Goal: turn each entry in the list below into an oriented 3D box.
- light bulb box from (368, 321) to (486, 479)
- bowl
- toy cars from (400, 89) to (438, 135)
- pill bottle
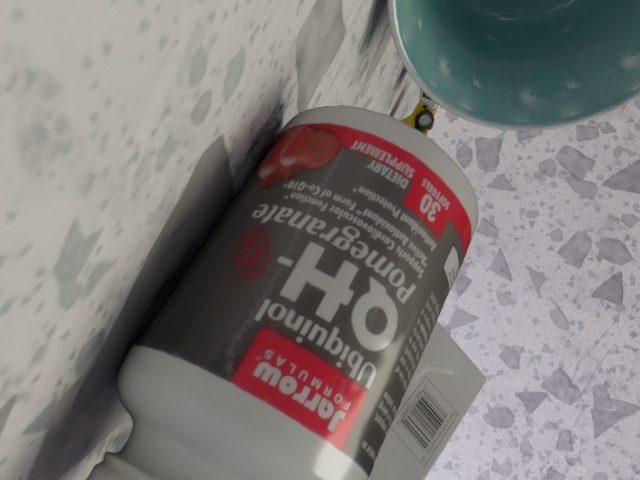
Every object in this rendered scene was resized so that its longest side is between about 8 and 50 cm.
[{"bbox_3d":[0.053,0.335,1.098,0.358,0.225,0.361,-36,175,-44],"label":"light bulb box"},{"bbox_3d":[0.223,-0.283,0.581,0.311,0.312,0.163,110,-9,-45],"label":"bowl"},{"bbox_3d":[0.182,-0.263,1.085,0.393,0.087,0.176,103,10,-53],"label":"toy cars"},{"bbox_3d":[-0.025,0.074,0.408,0.318,0.177,0.176,-60,173,-25],"label":"pill bottle"}]
